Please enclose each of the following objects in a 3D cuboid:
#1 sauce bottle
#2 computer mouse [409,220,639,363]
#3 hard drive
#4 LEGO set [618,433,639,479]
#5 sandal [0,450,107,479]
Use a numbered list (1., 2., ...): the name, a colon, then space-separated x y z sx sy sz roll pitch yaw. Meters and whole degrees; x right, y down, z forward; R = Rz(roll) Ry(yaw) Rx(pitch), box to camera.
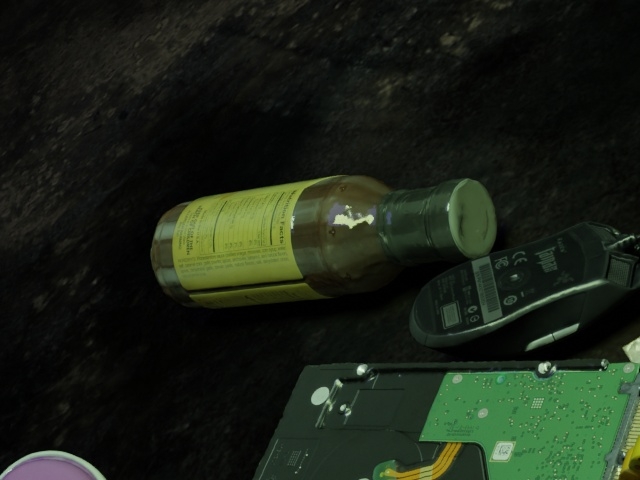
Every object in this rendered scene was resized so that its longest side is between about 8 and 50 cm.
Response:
1. sauce bottle: 0.000 0.000 1.395 0.344 0.111 0.111 -5 49 40
2. computer mouse: 0.202 0.055 1.175 0.262 0.060 0.184 -24 32 7
3. hard drive: 0.083 0.199 1.130 0.339 0.064 0.237 -7 48 42
4. LEGO set: 0.231 0.149 0.939 0.227 0.093 0.087 8 56 25
5. sandal: -0.256 0.332 1.259 0.169 0.102 0.416 -5 47 13
